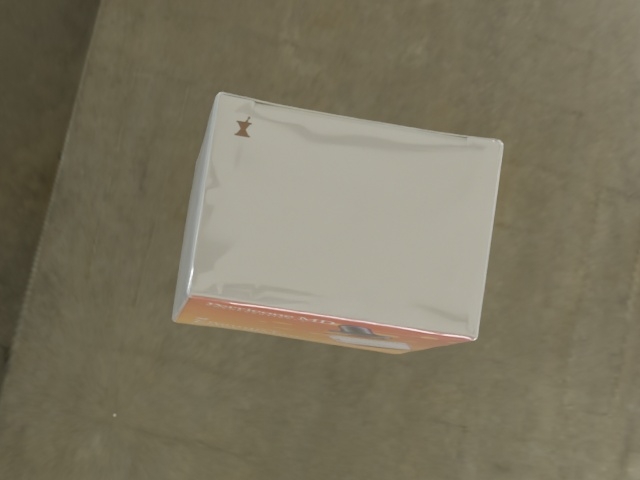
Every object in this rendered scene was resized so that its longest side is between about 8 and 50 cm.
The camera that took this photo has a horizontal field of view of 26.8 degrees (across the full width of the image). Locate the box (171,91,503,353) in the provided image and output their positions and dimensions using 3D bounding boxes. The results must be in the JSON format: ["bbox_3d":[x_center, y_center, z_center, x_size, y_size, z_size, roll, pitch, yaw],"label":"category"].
[{"bbox_3d":[0.000,0.000,0.652,0.130,0.170,0.091,9,-98,-6],"label":"box"}]
